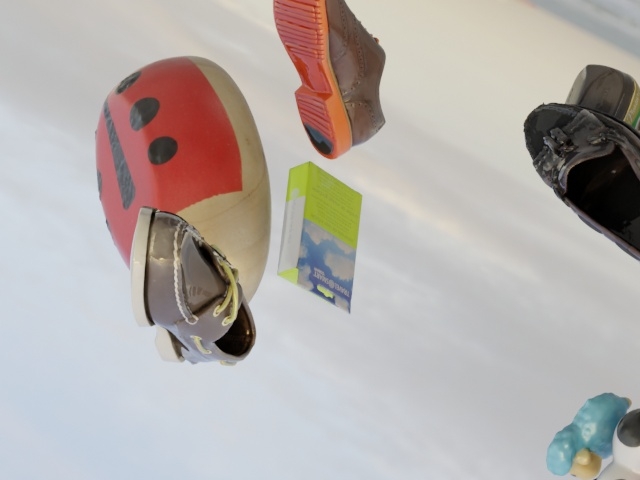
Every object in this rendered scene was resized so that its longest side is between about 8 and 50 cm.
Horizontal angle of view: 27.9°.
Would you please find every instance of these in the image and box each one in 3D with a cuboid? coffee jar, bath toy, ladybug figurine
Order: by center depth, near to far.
[{"bbox_3d":[0.366,-0.136,1.523,0.184,0.096,0.079,24,178,-39],"label":"coffee jar"},{"bbox_3d":[0.444,0.305,1.595,0.129,0.151,0.348,-8,-165,-34],"label":"bath toy"},{"bbox_3d":[-0.211,-0.087,1.829,0.162,0.305,0.449,7,-136,-34],"label":"ladybug figurine"}]

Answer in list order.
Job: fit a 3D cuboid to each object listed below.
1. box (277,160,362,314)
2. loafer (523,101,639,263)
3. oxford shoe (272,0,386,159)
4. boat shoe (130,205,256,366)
[{"bbox_3d":[0.000,0.000,1.666,0.042,0.178,0.109,-18,145,39],"label":"box"},{"bbox_3d":[0.303,-0.062,1.346,0.095,0.109,0.302,21,-156,-44],"label":"loafer"},{"bbox_3d":[0.015,-0.232,1.479,0.098,0.271,0.097,-27,-144,-24],"label":"oxford shoe"},{"bbox_3d":[-0.124,0.053,1.292,0.097,0.116,0.324,7,159,4],"label":"boat shoe"}]
